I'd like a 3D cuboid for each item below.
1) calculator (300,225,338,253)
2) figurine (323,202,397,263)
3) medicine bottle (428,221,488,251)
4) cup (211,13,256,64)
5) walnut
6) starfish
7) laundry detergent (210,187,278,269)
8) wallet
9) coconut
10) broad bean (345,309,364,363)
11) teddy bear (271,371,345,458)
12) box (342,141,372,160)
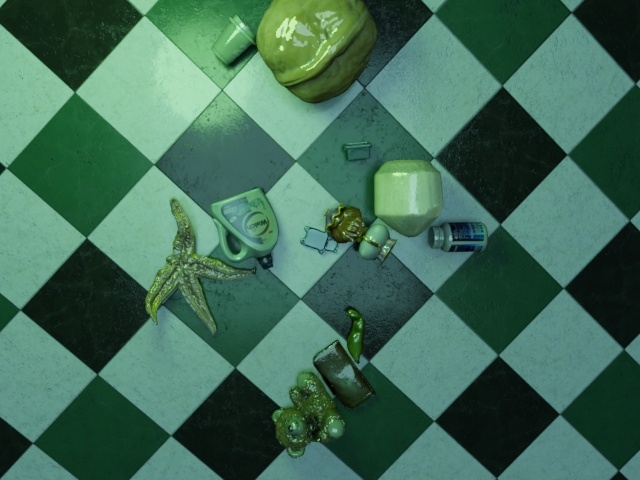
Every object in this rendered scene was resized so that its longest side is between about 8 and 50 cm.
[{"bbox_3d":[0.000,0.000,1.790,0.141,0.019,0.094,19,95,-7],"label":"calculator"},{"bbox_3d":[0.130,-0.030,1.716,0.263,0.189,0.142,33,90,10],"label":"figurine"},{"bbox_3d":[0.492,-0.012,1.774,0.191,0.107,0.107,-1,96,-3],"label":"medicine bottle"},{"bbox_3d":[-0.294,-0.667,1.654,0.141,0.120,0.120,-40,97,11],"label":"cup"},{"bbox_3d":[-0.008,-0.635,1.572,0.380,0.381,0.382,0,96,-3],"label":"walnut"},{"bbox_3d":[-0.452,0.118,1.723,0.383,0.132,0.398,32,77,-15],"label":"starfish"},{"bbox_3d":[-0.249,-0.024,1.724,0.214,0.105,0.281,-20,99,-13],"label":"laundry detergent"},{"bbox_3d":[0.081,0.507,1.845,0.137,0.031,0.255,-34,97,1],"label":"wallet"},{"bbox_3d":[0.300,-0.143,1.688,0.237,0.237,0.266,-1,90,-3],"label":"coconut"},{"bbox_3d":[0.130,0.357,1.822,0.070,0.048,0.214,-7,98,-9],"label":"broad bean"},{"bbox_3d":[-0.056,0.646,1.792,0.256,0.156,0.267,-35,58,0],"label":"teddy bear"},{"bbox_3d":[0.131,-0.314,1.740,0.099,0.074,0.054,-5,111,-3],"label":"box"}]
